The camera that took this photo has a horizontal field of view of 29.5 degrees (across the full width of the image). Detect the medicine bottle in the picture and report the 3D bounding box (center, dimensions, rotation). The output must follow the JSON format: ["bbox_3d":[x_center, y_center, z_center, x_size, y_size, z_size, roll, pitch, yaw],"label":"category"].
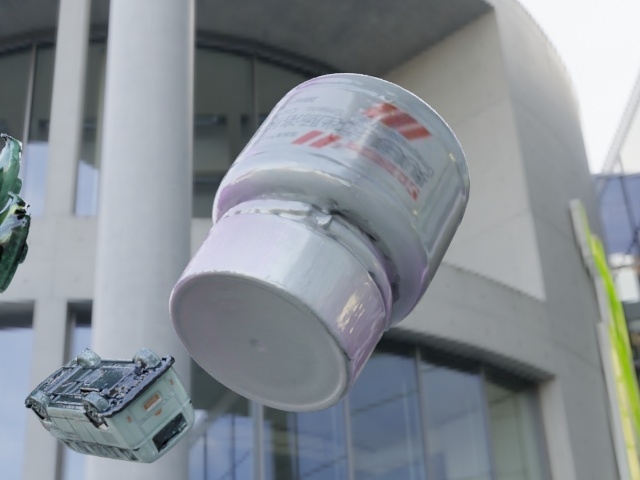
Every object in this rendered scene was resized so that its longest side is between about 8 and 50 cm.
[{"bbox_3d":[0.000,0.000,1.326,0.256,0.325,0.256,19,-41,17],"label":"medicine bottle"}]

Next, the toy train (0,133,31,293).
[{"bbox_3d":[-0.462,0.018,1.412,0.179,0.442,0.272,20,-76,-22],"label":"toy train"}]

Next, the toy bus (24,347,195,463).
[{"bbox_3d":[-0.200,0.158,1.148,0.194,0.087,0.089,-6,-61,50],"label":"toy bus"}]
